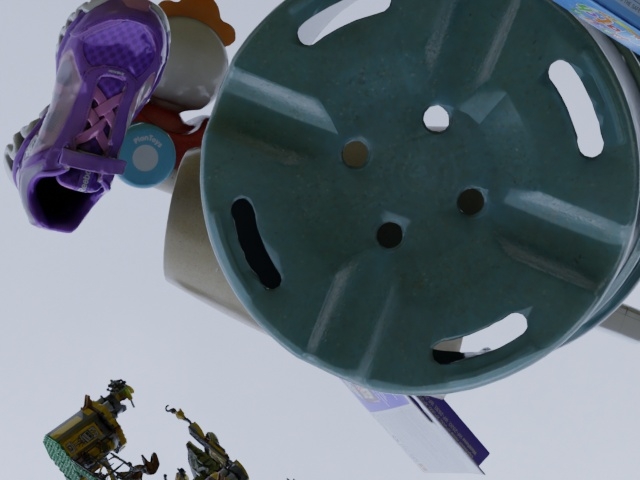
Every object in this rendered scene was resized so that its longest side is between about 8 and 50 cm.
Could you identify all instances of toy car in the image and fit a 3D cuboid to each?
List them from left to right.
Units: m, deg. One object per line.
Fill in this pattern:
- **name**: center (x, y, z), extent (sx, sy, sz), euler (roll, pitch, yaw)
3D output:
- **toy car**: center (-0.152, -0.169, 1.483), extent (0.210, 0.238, 0.219), euler (19, -178, -22)

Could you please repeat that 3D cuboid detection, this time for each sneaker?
- **sneaker**: center (-0.193, -0.096, 1.064), extent (0.095, 0.236, 0.104), euler (17, -143, -26)

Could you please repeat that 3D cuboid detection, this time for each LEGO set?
- **LEGO set**: center (-0.114, 0.262, 1.319), extent (0.192, 0.255, 0.331), euler (-36, -153, -30)

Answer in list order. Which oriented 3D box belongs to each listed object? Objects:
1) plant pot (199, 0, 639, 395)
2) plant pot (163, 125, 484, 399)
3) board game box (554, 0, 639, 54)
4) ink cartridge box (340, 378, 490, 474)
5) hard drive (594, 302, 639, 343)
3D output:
- **plant pot**: center (0.082, -0.050, 0.870), extent (0.341, 0.341, 0.334), euler (33, -169, 8)
- **plant pot**: center (0.000, 0.000, 1.185), extent (0.274, 0.256, 0.256), euler (9, -139, 2)
- **board game box**: center (0.175, -0.190, 0.565), extent (0.160, 0.211, 0.039), euler (26, -179, -22)
- **ink cartridge box**: center (0.096, 0.176, 1.419), extent (0.045, 0.208, 0.206), euler (-42, -88, -16)
- **hard drive**: center (0.206, 0.038, 1.591), extent (0.353, 0.047, 0.233), euler (20, -179, -13)
